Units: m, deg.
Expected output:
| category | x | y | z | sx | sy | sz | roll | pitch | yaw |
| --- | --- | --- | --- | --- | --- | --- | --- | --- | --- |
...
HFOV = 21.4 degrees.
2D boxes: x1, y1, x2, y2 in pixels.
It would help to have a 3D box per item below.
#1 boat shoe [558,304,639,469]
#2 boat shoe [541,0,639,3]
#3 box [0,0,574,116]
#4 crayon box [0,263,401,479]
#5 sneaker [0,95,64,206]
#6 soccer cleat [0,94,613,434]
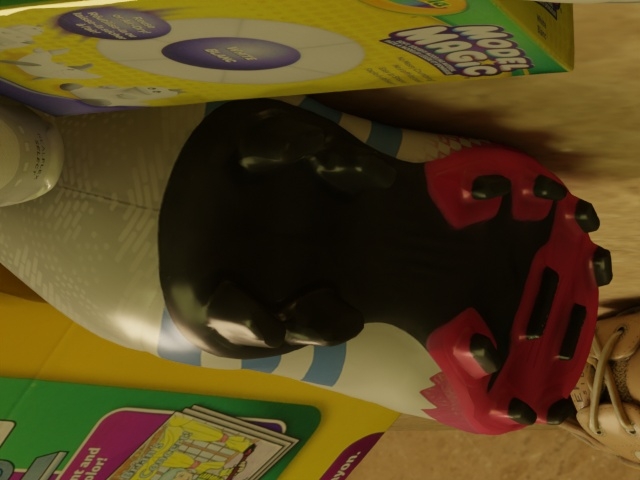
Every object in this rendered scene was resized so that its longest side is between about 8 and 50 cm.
| category | x | y | z | sx | sy | sz | roll | pitch | yaw |
| --- | --- | --- | --- | --- | --- | --- | --- | --- | --- |
| boat shoe | 0.221 | 0.104 | 1.137 | 0.110 | 0.122 | 0.341 | 0 | 171 | -3 |
| boat shoe | 0.085 | -0.075 | 0.321 | 0.184 | 0.066 | 0.063 | -9 | 169 | 0 |
| box | -0.013 | -0.065 | 0.416 | 0.179 | 0.043 | 0.105 | -5 | 170 | 22 |
| crayon box | -0.169 | 0.123 | 0.780 | 0.313 | 0.106 | 0.363 | 12 | 127 | -43 |
| sneaker | -0.161 | -0.029 | 0.511 | 0.190 | 0.071 | 0.083 | 11 | -172 | 27 |
| soccer cleat | 0.000 | 0.000 | 0.656 | 0.143 | 0.116 | 0.331 | 13 | 176 | 33 |
